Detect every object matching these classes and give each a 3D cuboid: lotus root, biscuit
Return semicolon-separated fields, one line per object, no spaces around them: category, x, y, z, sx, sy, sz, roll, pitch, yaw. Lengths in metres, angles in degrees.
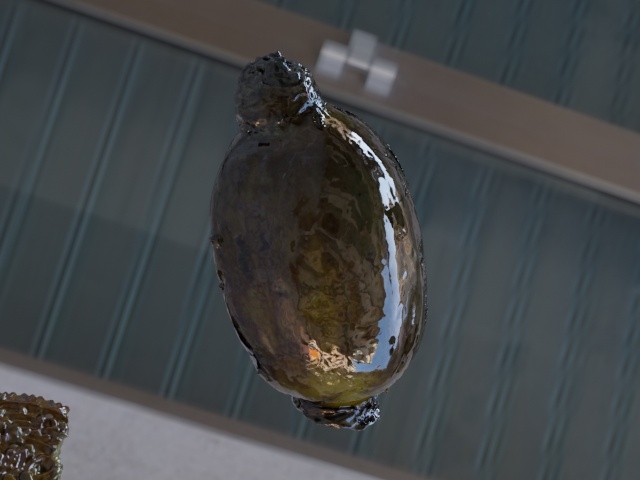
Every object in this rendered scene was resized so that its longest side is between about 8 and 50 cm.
lotus root;0.000;0.000;0.833;0.120;0.120;0.209;-107;-176;-76
biscuit;-0.253;0.176;1.095;0.206;0.126;0.025;-77;-171;-48
